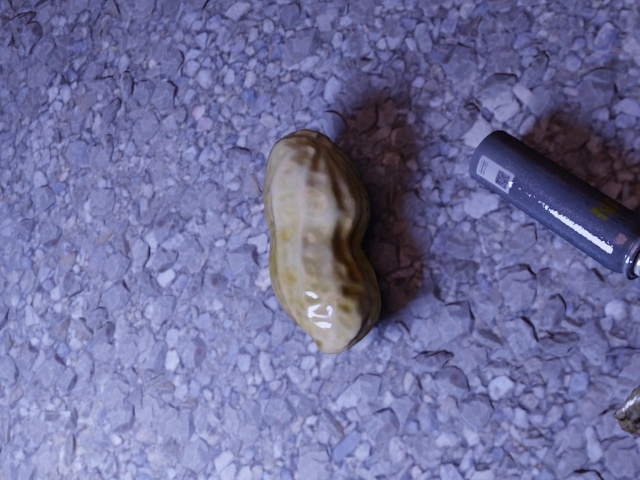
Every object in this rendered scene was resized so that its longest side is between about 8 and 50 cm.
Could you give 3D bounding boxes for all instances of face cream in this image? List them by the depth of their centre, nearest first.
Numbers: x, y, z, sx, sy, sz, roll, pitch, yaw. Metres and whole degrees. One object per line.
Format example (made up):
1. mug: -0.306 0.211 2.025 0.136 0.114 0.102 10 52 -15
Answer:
1. face cream: 0.303 -0.038 1.502 0.283 0.073 0.073 38 95 33

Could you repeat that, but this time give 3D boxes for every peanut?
1. peanut: 0.000 0.000 1.630 0.147 0.147 0.305 -13 72 26

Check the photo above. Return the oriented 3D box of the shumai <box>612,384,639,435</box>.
1. shumai: 0.403 0.184 1.351 0.139 0.123 0.105 -39 69 -2
